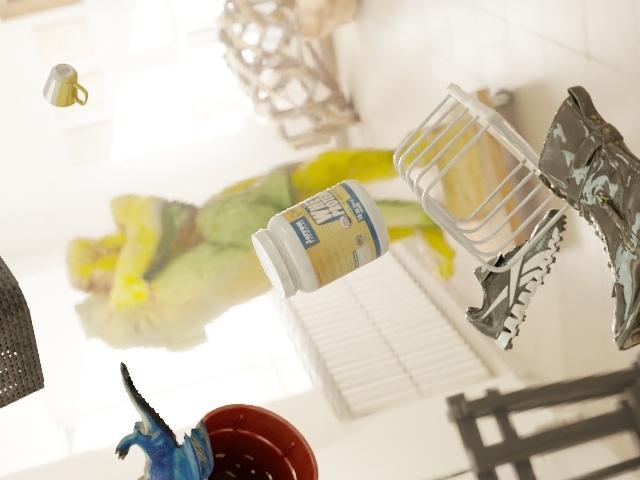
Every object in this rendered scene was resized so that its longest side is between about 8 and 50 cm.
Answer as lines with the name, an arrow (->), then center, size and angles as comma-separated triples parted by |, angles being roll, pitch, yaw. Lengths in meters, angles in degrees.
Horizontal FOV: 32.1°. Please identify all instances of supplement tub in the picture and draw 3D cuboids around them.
supplement tub -> 0.000, 0.000, 1.866 | 0.144, 0.199, 0.144 | 58, 168, 20

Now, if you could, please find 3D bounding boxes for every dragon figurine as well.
dragon figurine -> -0.195, 0.295, 1.515 | 0.085, 0.144, 0.289 | -25, -71, -79

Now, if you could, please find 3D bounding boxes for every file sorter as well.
file sorter -> 0.240, -0.098, 1.703 | 0.193, 0.173, 0.278 | 41, -171, -16

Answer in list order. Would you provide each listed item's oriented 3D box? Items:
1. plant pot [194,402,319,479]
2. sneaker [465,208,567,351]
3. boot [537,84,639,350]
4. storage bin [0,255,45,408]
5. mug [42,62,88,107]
plant pot -> -0.181, 0.521, 2.274 | 0.265, 0.272, 0.272 | -59, 39, 36
sneaker -> 0.295, 0.047, 1.715 | 0.234, 0.106, 0.078 | -65, -9, 8
boot -> 0.339, -0.026, 1.312 | 0.229, 0.091, 0.263 | 48, 143, 41
storage bin -> -0.376, 0.095, 1.227 | 0.122, 0.084, 0.180 | 47, 149, 32
mug -> -0.443, -0.275, 1.944 | 0.064, 0.078, 0.062 | 119, 154, -51
